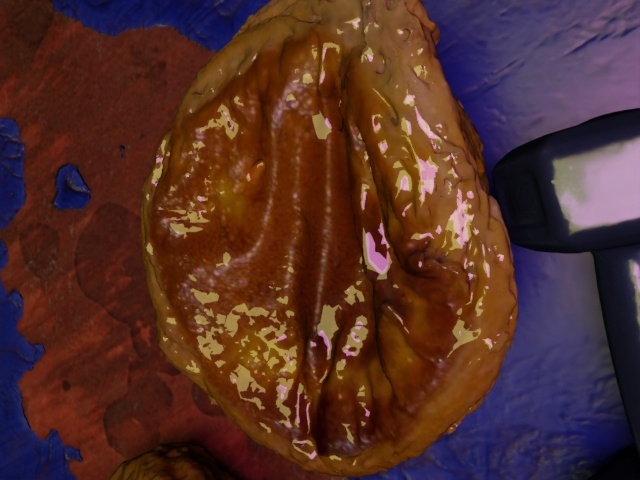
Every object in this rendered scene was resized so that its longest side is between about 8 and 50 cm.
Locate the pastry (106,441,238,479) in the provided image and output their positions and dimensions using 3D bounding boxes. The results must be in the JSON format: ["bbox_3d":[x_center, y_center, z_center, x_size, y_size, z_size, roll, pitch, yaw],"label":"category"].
[{"bbox_3d":[-0.157,0.312,0.563,0.235,0.132,0.240,-2,63,47],"label":"pastry"}]

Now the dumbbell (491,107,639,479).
[{"bbox_3d":[0.222,0.076,0.395,0.144,0.160,0.324,-11,93,53],"label":"dumbbell"}]

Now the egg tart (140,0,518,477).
[{"bbox_3d":[0.000,0.000,0.476,0.340,0.153,0.351,-29,78,35],"label":"egg tart"}]
